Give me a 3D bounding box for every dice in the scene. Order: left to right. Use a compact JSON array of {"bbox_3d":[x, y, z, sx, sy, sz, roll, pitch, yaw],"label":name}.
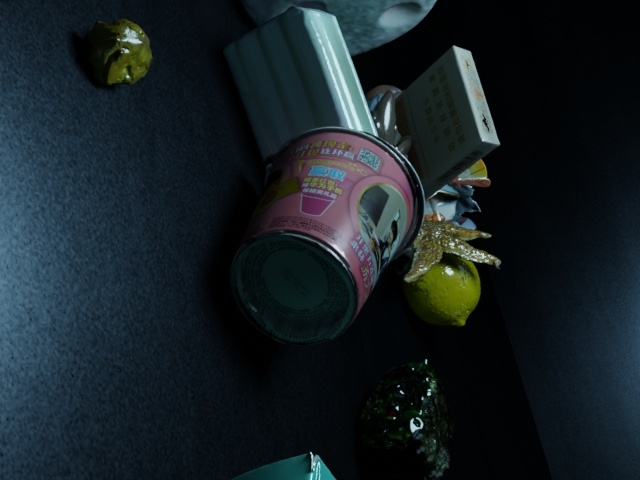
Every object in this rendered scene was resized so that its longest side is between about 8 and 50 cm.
[{"bbox_3d":[0.014,-0.549,1.508,0.348,0.330,0.328,26,46,-67],"label":"dice"}]

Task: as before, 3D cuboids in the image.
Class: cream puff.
[{"bbox_3d":[-0.215,-0.207,0.901,0.083,0.058,0.083,44,33,-57],"label":"cream puff"}]

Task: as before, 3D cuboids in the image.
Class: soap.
[{"bbox_3d":[-0.019,-0.196,1.262,0.095,0.172,0.290,-19,88,-54],"label":"soap"}]

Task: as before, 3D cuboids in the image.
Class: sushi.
[{"bbox_3d":[0.133,0.285,1.297,0.127,0.124,0.225,64,24,-17],"label":"sushi"}]

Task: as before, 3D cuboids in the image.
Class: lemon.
[{"bbox_3d":[0.262,0.093,1.811,0.206,0.173,0.173,58,19,-7],"label":"lemon"}]

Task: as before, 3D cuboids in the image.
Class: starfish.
[{"bbox_3d":[0.234,0.002,1.723,0.299,0.302,0.060,-111,-155,-61],"label":"starfish"}]

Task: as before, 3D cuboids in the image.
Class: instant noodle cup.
[{"bbox_3d":[0.000,0.000,1.084,0.244,0.243,0.255,63,27,-20],"label":"instant noodle cup"}]

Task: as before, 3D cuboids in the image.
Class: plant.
[{"bbox_3d":[0.076,-0.099,1.405,0.182,0.194,0.321,90,-4,-68],"label":"plant"}]

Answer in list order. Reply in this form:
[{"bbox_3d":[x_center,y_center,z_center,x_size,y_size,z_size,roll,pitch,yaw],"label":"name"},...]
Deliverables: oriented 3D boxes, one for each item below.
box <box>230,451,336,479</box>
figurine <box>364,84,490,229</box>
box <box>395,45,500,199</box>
[{"bbox_3d":[0.009,0.391,0.823,0.205,0.118,0.311,-90,154,-53],"label":"box"},{"bbox_3d":[0.244,-0.197,1.936,0.248,0.276,0.388,-29,103,-69],"label":"figurine"},{"bbox_3d":[0.164,-0.168,1.533,0.051,0.365,0.205,8,59,-35],"label":"box"}]
